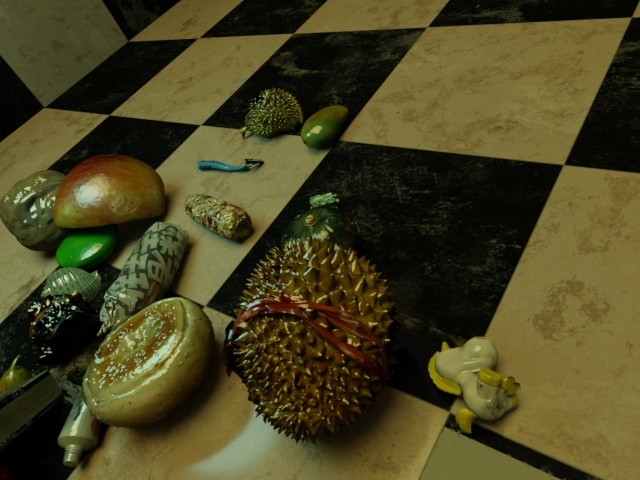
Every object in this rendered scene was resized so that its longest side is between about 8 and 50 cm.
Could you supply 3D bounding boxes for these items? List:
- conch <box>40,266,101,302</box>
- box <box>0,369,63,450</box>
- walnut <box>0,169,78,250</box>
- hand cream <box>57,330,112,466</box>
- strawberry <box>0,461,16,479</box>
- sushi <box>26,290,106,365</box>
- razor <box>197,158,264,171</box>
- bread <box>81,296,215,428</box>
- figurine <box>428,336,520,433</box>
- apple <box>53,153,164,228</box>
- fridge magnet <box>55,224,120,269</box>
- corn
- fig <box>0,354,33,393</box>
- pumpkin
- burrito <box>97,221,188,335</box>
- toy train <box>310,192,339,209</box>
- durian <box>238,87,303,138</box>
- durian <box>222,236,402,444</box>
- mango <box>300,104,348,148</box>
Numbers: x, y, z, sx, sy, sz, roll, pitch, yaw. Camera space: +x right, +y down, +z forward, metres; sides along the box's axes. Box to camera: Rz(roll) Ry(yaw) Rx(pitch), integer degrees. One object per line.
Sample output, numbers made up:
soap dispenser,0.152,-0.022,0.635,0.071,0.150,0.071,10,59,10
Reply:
conch,-0.728,0.135,1.450,0.153,0.102,0.135,-30,60,-2
box,-0.726,0.405,1.074,0.198,0.084,0.310,-27,5,0
walnut,-0.907,-0.099,1.664,0.273,0.227,0.273,-14,48,16
hand cream,-0.523,0.349,1.157,0.124,0.077,0.341,-45,30,33
strawberry,-0.701,0.554,0.988,0.184,0.186,0.201,-45,63,36
sushi,-0.679,0.211,1.309,0.150,0.153,0.172,43,95,25
razor,-0.312,-0.250,1.658,0.253,0.042,0.082,5,9,31
bread,-0.363,0.267,1.088,0.305,0.159,0.305,-19,38,16
figurine,0.260,0.235,0.878,0.129,0.109,0.178,-42,37,16
apple,-0.665,-0.137,1.563,0.346,0.179,0.254,-11,55,-17
fridge magnet,-0.725,0.014,1.562,0.208,0.088,0.208,-14,39,11
corn,-0.309,-0.078,1.450,0.290,0.098,0.098,25,63,41
fig,-0.770,0.349,1.259,0.082,0.098,0.084,9,31,11
pumpkin,-0.001,0.001,1.185,0.190,0.146,0.190,-1,32,1
burrito,-0.461,0.094,1.314,0.139,0.101,0.445,5,35,2
toy train,0.011,-0.104,1.364,0.083,0.033,0.053,-17,40,11
durian,-0.186,-0.443,1.713,0.237,0.138,0.193,-21,43,7
durian,-0.021,0.169,0.914,0.347,0.347,0.384,-20,55,8
mango,0.009,-0.360,1.583,0.122,0.085,0.191,-4,37,37
